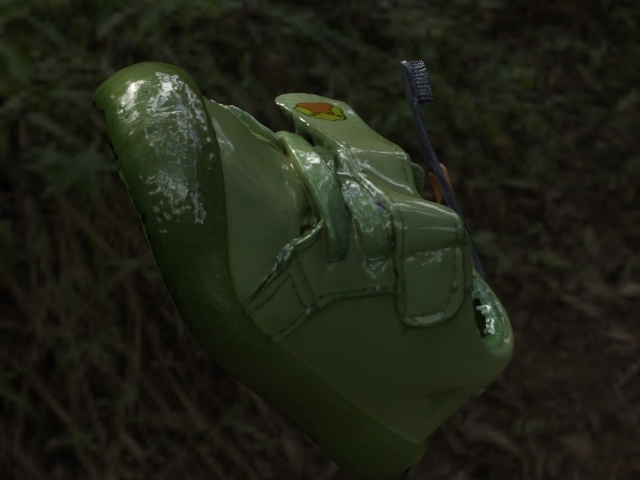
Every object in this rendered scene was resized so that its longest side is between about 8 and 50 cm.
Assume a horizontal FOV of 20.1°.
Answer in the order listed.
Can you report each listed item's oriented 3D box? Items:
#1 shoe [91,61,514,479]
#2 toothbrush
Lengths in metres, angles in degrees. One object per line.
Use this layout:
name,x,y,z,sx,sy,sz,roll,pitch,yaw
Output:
shoe,-0.006,0.004,0.804,0.128,0.262,0.140,-41,43,-5
toothbrush,0.133,-0.046,1.883,0.031,0.023,0.321,-8,70,-16
